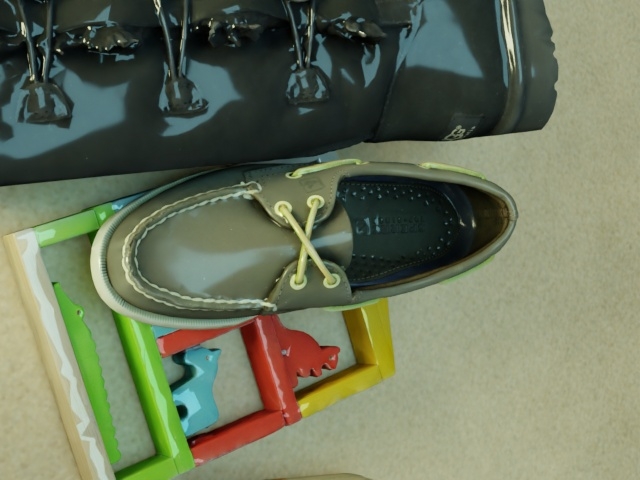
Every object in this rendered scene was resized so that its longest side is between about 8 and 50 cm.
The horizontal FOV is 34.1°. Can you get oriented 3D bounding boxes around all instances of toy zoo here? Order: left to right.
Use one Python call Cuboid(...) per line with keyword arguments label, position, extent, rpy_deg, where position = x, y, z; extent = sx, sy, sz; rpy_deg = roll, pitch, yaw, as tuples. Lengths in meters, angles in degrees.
Cuboid(label="toy zoo", position=(-0.055, 0.043, 0.746), extent=(0.293, 0.030, 0.192), rpy_deg=(-20, 97, -31))

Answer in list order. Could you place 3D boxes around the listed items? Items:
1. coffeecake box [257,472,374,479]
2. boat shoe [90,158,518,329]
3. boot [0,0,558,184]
Cuboid(label="coffeecake box", position=(-0.023, 0.264, 0.732), extent=(0.142, 0.068, 0.185), rpy_deg=(4, 85, -33))
Cuboid(label="boat shoe", position=(-0.001, -0.005, 0.709), extent=(0.305, 0.091, 0.109), rpy_deg=(-8, 90, -33))
Cuboid(label="boot", position=(-0.078, -0.221, 0.697), extent=(0.445, 0.146, 0.366), rpy_deg=(-8, 78, -22))
